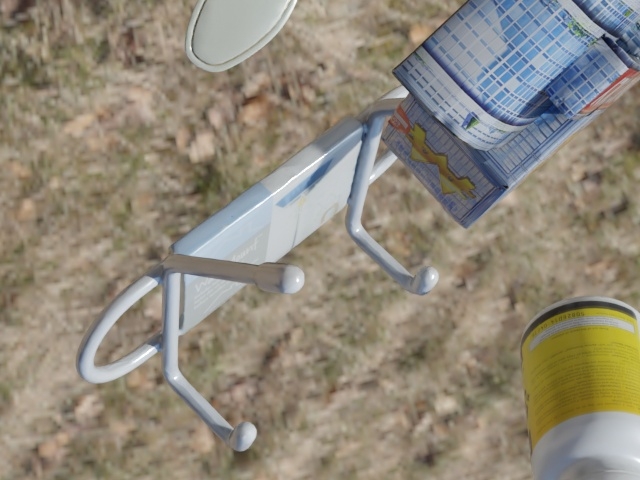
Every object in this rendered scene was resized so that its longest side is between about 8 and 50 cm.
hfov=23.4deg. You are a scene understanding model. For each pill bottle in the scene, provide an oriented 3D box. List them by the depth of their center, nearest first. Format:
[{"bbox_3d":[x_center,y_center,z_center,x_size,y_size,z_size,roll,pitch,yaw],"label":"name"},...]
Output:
[{"bbox_3d":[0.203,0.136,1.133,0.103,0.184,0.103,1,132,1],"label":"pill bottle"}]

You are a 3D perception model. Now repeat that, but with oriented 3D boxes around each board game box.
[{"bbox_3d":[0.100,-0.081,0.601,0.194,0.060,0.194,-43,175,17],"label":"board game box"}]

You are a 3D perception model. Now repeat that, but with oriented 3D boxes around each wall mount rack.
[{"bbox_3d":[0.000,0.000,1.074,0.350,0.130,0.304,-39,162,-24],"label":"wall mount rack"}]

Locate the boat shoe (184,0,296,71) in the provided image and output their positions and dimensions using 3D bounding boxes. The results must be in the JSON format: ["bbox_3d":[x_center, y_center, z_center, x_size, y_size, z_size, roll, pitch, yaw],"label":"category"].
[{"bbox_3d":[-0.064,-0.291,1.669,0.095,0.079,0.254,30,87,-13],"label":"boat shoe"}]
